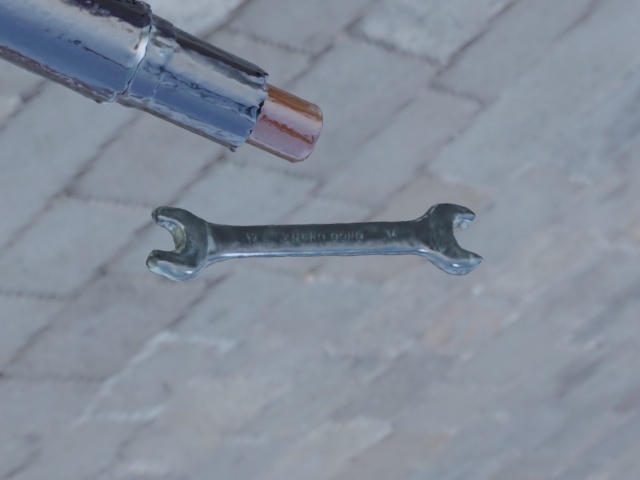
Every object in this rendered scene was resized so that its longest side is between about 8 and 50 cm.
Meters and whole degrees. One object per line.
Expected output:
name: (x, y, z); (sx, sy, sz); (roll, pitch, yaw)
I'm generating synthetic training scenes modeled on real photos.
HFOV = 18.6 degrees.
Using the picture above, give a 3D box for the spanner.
spanner: (0.000, 0.000, 1.240); (0.255, 0.054, 0.015); (-1, 153, -34)

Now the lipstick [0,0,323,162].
lipstick: (-0.132, -0.131, 1.415); (0.300, 0.081, 0.081); (22, 130, -21)
